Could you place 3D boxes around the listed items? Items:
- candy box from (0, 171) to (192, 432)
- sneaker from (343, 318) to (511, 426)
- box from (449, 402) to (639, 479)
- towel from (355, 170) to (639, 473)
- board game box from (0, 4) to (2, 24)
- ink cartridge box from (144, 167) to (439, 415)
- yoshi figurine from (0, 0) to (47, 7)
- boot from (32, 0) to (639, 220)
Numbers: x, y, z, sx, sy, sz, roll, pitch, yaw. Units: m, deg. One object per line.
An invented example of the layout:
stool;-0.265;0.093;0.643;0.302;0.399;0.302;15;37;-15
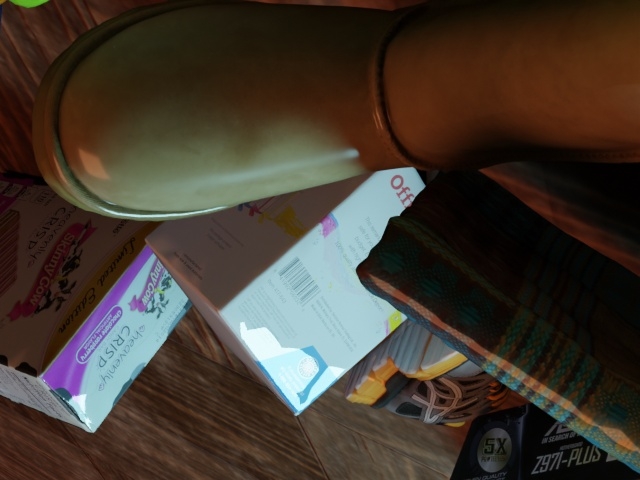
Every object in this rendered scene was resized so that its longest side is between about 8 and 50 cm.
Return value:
candy box;-0.208;0.038;1.127;0.233;0.159;0.071;12;147;44
sneaker;0.083;0.061;0.869;0.083;0.084;0.215;26;161;-8
box;0.181;0.154;0.821;0.180;0.077;0.147;-22;121;44
towel;0.191;0.085;0.606;0.370;0.040;0.271;34;-169;3
board game box;-0.197;-0.151;0.734;0.035;0.201;0.136;-11;141;8
ink cartridge box;0.000;0.000;0.797;0.090;0.143;0.092;38;165;50
yoshi figurine;-0.027;-0.143;0.517;0.203;0.203;0.362;30;159;-25
boot;0.053;-0.060;0.535;0.269;0.236;0.089;3;105;57
